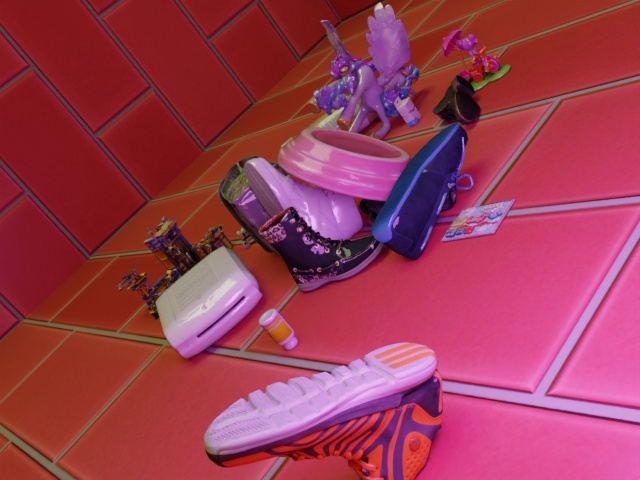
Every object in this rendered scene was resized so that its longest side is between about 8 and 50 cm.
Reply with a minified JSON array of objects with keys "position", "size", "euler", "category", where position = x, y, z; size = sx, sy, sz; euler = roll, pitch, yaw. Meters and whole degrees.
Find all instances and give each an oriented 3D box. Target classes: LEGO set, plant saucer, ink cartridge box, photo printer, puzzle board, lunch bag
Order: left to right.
[{"position":[-0.437,0.046,2.202],"size":[0.255,0.192,0.331],"euler":[-13,32,49],"category":"LEGO set"},{"position":[-0.274,0.149,1.831],"size":[0.256,0.107,0.307],"euler":[-40,21,-5],"category":"photo printer"},{"position":[-0.166,-0.089,2.180],"size":[0.227,0.093,0.087],"euler":[-40,20,-6],"category":"LEGO set"},{"position":[-0.128,-0.083,1.898],"size":[0.169,0.235,0.287],"euler":[-43,21,-5],"category":"lunch bag"},{"position":[0.071,-0.181,1.690],"size":[0.332,0.332,0.084],"euler":[-108,30,-69],"category":"plant saucer"},{"position":[0.244,-0.366,2.102],"size":[0.028,0.083,0.048],"euler":[-22,26,37],"category":"ink cartridge box"},{"position":[0.296,-0.039,1.420],"size":[0.128,0.011,0.096],"euler":[-10,34,51],"category":"puzzle board"}]

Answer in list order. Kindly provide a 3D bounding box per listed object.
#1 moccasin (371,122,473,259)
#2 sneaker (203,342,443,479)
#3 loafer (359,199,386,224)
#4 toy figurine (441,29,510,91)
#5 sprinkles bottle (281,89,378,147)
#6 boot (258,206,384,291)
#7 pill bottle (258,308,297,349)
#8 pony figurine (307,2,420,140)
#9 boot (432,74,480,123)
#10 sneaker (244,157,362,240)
[{"position":[0.219,-0.097,1.538],"size":[0.342,0.117,0.138],"euler":[-54,13,-26],"category":"moccasin"},{"position":[0.022,0.263,0.953],"size":[0.321,0.180,0.124],"euler":[-15,17,-15],"category":"sneaker"},{"position":[0.127,-0.064,1.689],"size":[0.061,0.062,0.170],"euler":[-48,21,-12],"category":"loafer"},{"position":[0.398,-0.493,2.009],"size":[0.173,0.159,0.130],"euler":[-11,33,49],"category":"toy figurine"},{"position":[0.048,-0.353,2.351],"size":[0.355,0.121,0.121],"euler":[-37,20,0],"category":"sprinkles bottle"},{"position":[-0.001,0.001,1.587],"size":[0.236,0.178,0.085],"euler":[-26,23,32],"category":"boot"},{"position":[-0.081,0.178,1.482],"size":[0.043,0.083,0.043],"euler":[-33,21,14],"category":"pill bottle"},{"position":[0.127,-0.463,2.163],"size":[0.303,0.351,0.363],"euler":[11,55,49],"category":"pony figurine"},{"position":[0.343,-0.328,1.909],"size":[0.106,0.082,0.219],"euler":[-51,15,34],"category":"boot"},{"position":[-0.030,-0.103,1.721],"size":[0.169,0.292,0.108],"euler":[-42,8,-21],"category":"sneaker"}]
